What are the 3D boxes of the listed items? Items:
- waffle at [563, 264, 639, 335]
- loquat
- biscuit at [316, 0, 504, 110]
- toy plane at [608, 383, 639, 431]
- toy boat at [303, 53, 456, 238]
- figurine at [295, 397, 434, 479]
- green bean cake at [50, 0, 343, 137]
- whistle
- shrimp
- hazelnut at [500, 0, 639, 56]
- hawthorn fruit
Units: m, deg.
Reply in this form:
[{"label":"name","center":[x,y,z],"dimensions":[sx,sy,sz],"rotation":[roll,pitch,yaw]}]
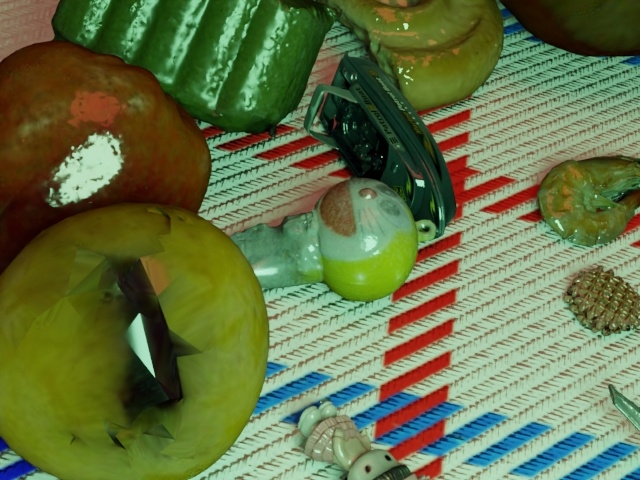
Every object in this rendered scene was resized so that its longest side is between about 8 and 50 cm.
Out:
[{"label":"waffle","center":[0.288,0.063,1.298],"dimensions":[0.075,0.029,0.083],"rotation":[-13,53,-25]},{"label":"loquat","center":[-0.153,0.086,1.016],"dimensions":[0.235,0.235,0.235],"rotation":[8,45,-8]},{"label":"biscuit","center":[0.107,-0.279,1.541],"dimensions":[0.213,0.091,0.274],"rotation":[-24,54,-31]},{"label":"toy plane","center":[0.354,0.198,1.162],"dimensions":[0.226,0.058,0.226],"rotation":[20,42,-18]},{"label":"toy boat","center":[0.067,-0.091,1.344],"dimensions":[0.103,0.093,0.246],"rotation":[-8,49,-31]},{"label":"figurine","center":[0.035,0.190,1.093],"dimensions":[0.072,0.054,0.129],"rotation":[-12,41,-44]},{"label":"green bean cake","center":[-0.125,-0.217,1.322],"dimensions":[0.247,0.156,0.250],"rotation":[25,10,1]},{"label":"whistle","center":[0.000,0.000,1.229],"dimensions":[0.223,0.123,0.123],"rotation":[-7,47,-2]},{"label":"shrimp","center":[0.313,-0.050,1.411],"dimensions":[0.190,0.042,0.101],"rotation":[-20,75,-31]},{"label":"hazelnut","center":[0.343,-0.383,1.548],"dimensions":[0.366,0.366,0.366],"rotation":[8,45,-8]},{"label":"hawthorn fruit","center":[-0.237,-0.049,1.155],"dimensions":[0.224,0.224,0.261],"rotation":[34,69,18]}]
